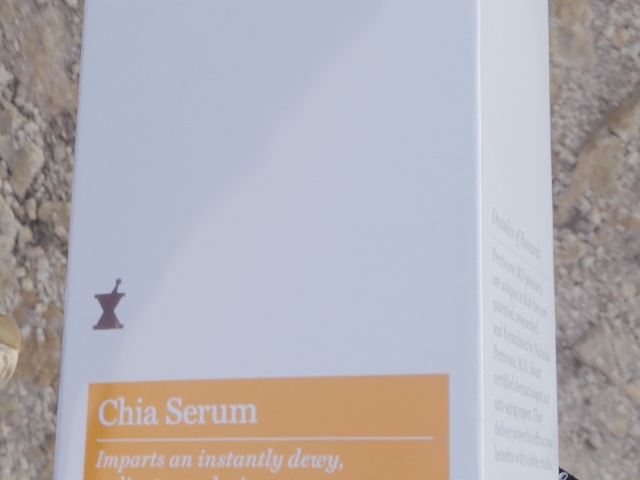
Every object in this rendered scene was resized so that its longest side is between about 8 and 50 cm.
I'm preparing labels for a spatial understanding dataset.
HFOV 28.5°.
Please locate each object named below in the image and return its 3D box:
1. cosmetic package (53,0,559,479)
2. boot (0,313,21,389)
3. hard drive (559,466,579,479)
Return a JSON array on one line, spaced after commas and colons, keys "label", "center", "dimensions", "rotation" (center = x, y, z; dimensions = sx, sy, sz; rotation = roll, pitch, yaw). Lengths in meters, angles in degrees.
[{"label": "cosmetic package", "center": [0.000, 0.000, 0.678], "dimensions": [0.161, 0.230, 0.454], "rotation": [29, 59, -64]}, {"label": "boot", "center": [-0.355, 0.042, 0.742], "dimensions": [0.269, 0.236, 0.089], "rotation": [26, 74, -56]}, {"label": "hard drive", "center": [0.236, 0.366, 1.246], "dimensions": [0.237, 0.339, 0.064], "rotation": [-50, 128, -8]}]
